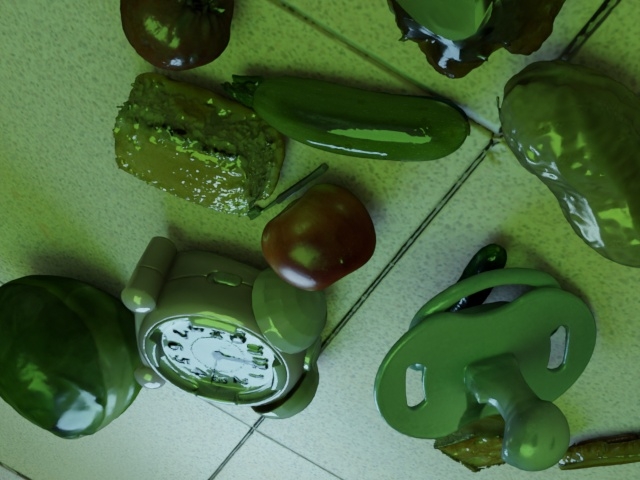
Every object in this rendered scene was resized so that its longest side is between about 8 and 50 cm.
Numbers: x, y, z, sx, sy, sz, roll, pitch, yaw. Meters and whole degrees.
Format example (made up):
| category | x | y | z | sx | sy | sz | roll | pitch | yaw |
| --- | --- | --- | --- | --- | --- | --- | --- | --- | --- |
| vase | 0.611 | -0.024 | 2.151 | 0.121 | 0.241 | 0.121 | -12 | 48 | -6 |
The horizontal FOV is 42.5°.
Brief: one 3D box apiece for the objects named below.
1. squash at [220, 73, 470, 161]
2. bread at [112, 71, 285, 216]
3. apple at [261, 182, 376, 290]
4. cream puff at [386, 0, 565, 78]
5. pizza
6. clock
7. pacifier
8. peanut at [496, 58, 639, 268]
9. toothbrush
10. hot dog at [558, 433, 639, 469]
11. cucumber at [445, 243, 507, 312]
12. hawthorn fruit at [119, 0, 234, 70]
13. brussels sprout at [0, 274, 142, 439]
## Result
| category | x | y | z | sx | sy | sz | roll | pitch | yaw |
| --- | --- | --- | --- | --- | --- | --- | --- | --- | --- |
| squash | 0.023 | -0.157 | 1.068 | 0.341 | 0.094 | 0.094 | 13 | 137 | 16 |
| bread | -0.175 | -0.132 | 1.177 | 0.246 | 0.121 | 0.174 | 19 | 147 | 4 |
| apple | 0.000 | 0.000 | 1.190 | 0.139 | 0.163 | 0.163 | 51 | 135 | -8 |
| cream puff | 0.155 | -0.286 | 0.818 | 0.241 | 0.154 | 0.268 | 18 | 136 | 10 |
| pizza | 0.309 | 0.329 | 1.426 | 0.204 | 0.080 | 0.188 | -27 | 139 | 32 |
| clock | -0.154 | 0.161 | 1.427 | 0.326 | 0.184 | 0.342 | 15 | 142 | 9 |
| pacifier | 0.254 | 0.195 | 1.143 | 0.344 | 0.269 | 0.288 | -17 | 125 | -10 |
| peanut | 0.328 | -0.080 | 0.951 | 0.149 | 0.149 | 0.313 | -19 | 121 | 40 |
| toothbrush | -0.054 | -0.071 | 1.253 | 0.017 | 0.014 | 0.194 | 45 | 136 | -18 |
| hot dog | 0.487 | 0.346 | 1.360 | 0.066 | 0.047 | 0.216 | 12 | 155 | -42 |
| cucumber | 0.216 | 0.088 | 1.241 | 0.056 | 0.056 | 0.284 | 26 | 144 | 2 |
| hawthorn fruit | -0.195 | -0.274 | 1.026 | 0.189 | 0.149 | 0.149 | -22 | 119 | 36 |
| brussels sprout | -0.494 | 0.235 | 1.605 | 0.315 | 0.275 | 0.371 | 6 | 135 | 28 |
